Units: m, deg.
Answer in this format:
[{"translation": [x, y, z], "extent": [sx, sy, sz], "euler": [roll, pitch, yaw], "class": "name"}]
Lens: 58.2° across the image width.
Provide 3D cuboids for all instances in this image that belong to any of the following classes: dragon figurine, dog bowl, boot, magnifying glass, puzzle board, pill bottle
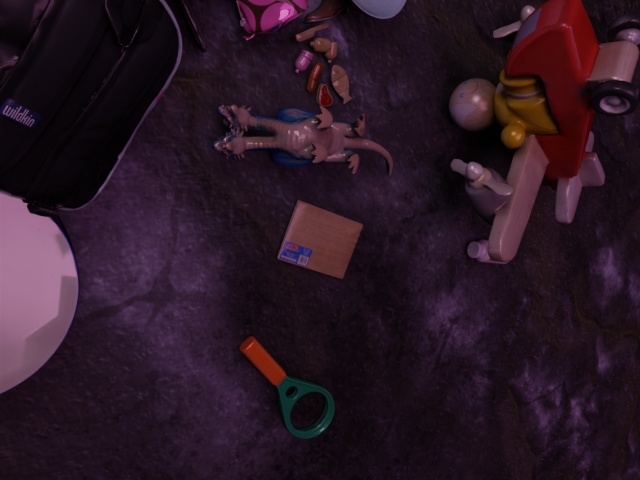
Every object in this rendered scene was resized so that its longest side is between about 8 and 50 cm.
[{"translation": [-0.016, -0.145, 0.823], "extent": [0.289, 0.144, 0.085], "euler": [-4, 103, -49], "class": "dragon figurine"}, {"translation": [-0.411, 0.045, 0.637], "extent": [0.264, 0.104, 0.265], "euler": [-8, 107, -28], "class": "dog bowl"}, {"translation": [0.003, -0.370, 0.805], "extent": [0.106, 0.037, 0.114], "euler": [-35, 121, -32], "class": "boot"}, {"translation": [-0.055, 0.240, 0.939], "extent": [0.092, 0.026, 0.231], "euler": [-43, 121, -13], "class": "magnifying glass"}, {"translation": [0.000, 0.000, 0.914], "extent": [0.128, 0.011, 0.097], "euler": [19, 94, -31], "class": "puzzle board"}, {"translation": [0.316, 0.021, 1.079], "extent": [0.083, 0.043, 0.044], "euler": [6, 99, -31], "class": "pill bottle"}]

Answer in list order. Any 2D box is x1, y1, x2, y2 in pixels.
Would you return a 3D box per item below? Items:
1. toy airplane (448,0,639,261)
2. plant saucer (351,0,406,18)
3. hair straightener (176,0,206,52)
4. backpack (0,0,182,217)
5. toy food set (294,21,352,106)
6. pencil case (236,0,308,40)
[{"translation": [0.349, -0.197, 0.947], "extent": [0.386, 0.272, 0.385], "euler": [-38, 138, -58], "class": "toy airplane"}, {"translation": [0.056, -0.402, 0.801], "extent": [0.194, 0.037, 0.195], "euler": [4, 84, -45], "class": "plant saucer"}, {"translation": [-0.180, -0.345, 0.704], "extent": [0.089, 0.047, 0.231], "euler": [-19, 106, -11], "class": "hair straightener"}, {"translation": [-0.275, -0.180, 0.571], "extent": [0.253, 0.191, 0.225], "euler": [-48, 151, 10], "class": "backpack"}, {"translation": [-0.001, -0.251, 0.846], "extent": [0.077, 0.019, 0.122], "euler": [-30, 123, -20], "class": "toy food set"}, {"translation": [-0.094, -0.367, 0.724], "extent": [0.098, 0.095, 0.209], "euler": [-25, 113, 1], "class": "pencil case"}]
